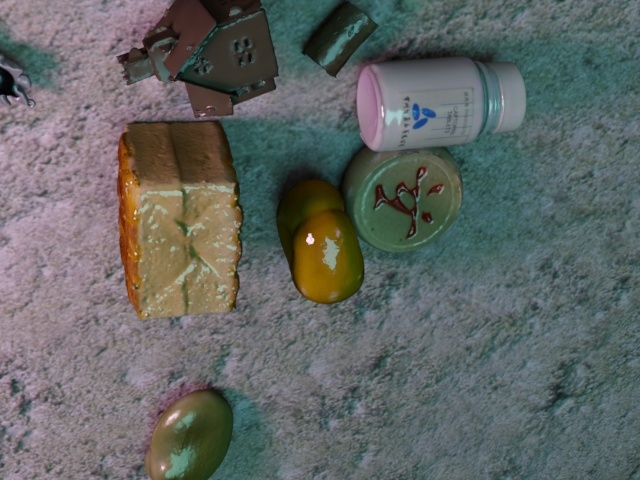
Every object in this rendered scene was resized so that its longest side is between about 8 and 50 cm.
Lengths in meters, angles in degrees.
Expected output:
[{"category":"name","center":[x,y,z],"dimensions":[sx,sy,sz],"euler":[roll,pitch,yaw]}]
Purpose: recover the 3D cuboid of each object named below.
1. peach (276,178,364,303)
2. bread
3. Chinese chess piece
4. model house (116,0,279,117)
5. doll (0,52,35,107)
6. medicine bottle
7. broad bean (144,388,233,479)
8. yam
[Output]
[{"category":"peach","center":[0.000,0.000,1.904],"dimensions":[0.153,0.251,0.251],"euler":[-15,126,-16]},{"category":"bread","center":[-0.259,-0.042,1.788],"dimensions":[0.207,0.279,0.279],"euler":[-2,124,-14]},{"category":"Chinese chess piece","center":[0.163,-0.097,1.989],"dimensions":[0.249,0.103,0.250],"euler":[-8,122,-12]},{"category":"model house","center":[-0.213,-0.302,1.663],"dimensions":[0.243,0.211,0.205],"euler":[-20,124,-10]},{"category":"doll","center":[-0.558,-0.287,1.657],"dimensions":[0.096,0.070,0.195],"euler":[-34,120,25]},{"category":"medicine bottle","center":[0.225,-0.261,1.858],"dimensions":[0.292,0.170,0.170],"euler":[-8,124,-14]},{"category":"broad bean","center":[-0.288,0.451,2.197],"dimensions":[0.189,0.121,0.263],"euler":[14,115,-29]},{"category":"yam","center":[0.035,-0.365,1.788],"dimensions":[0.084,0.084,0.127],"euler":[34,104,-32]}]
